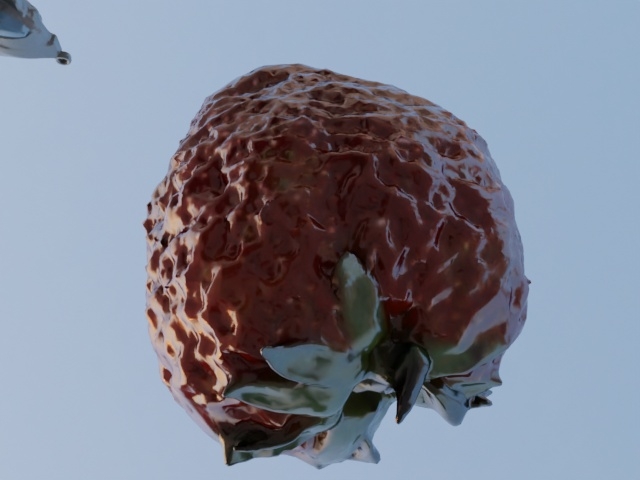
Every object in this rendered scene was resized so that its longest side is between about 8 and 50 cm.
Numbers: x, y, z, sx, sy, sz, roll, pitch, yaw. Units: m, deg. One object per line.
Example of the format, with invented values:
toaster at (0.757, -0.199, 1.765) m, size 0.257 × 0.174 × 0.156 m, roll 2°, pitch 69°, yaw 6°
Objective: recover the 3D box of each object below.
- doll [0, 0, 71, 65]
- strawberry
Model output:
doll at (-0.186, -0.127, 1.020) m, size 0.057 × 0.114 × 0.039 m, roll -45°, pitch -155°, yaw 27°
strawberry at (0.002, -0.001, 0.614) m, size 0.131 × 0.131 × 0.148 m, roll -14°, pitch -108°, yaw 13°
